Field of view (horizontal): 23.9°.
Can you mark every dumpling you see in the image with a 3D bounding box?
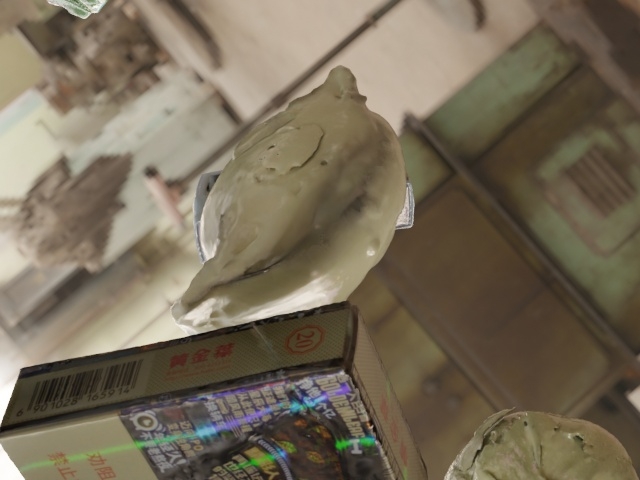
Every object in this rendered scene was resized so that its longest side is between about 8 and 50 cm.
[{"bbox_3d":[0.000,0.000,1.408,0.187,0.318,0.243,11,141,34],"label":"dumpling"}]

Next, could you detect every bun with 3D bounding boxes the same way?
[{"bbox_3d":[0.243,0.297,1.654,0.239,0.239,0.141,49,177,4],"label":"bun"}]

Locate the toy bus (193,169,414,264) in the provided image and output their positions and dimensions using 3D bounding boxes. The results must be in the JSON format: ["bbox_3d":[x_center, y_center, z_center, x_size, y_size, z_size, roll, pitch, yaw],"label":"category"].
[{"bbox_3d":[-0.031,-0.059,2.266,0.109,0.329,0.136,85,173,-48],"label":"toy bus"}]

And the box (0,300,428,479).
[{"bbox_3d":[-0.087,0.175,1.251,0.084,0.310,0.198,-80,-27,-52],"label":"box"}]

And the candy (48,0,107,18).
[{"bbox_3d":[-0.286,-0.328,1.514,0.263,0.172,0.398,35,154,-20],"label":"candy"}]
